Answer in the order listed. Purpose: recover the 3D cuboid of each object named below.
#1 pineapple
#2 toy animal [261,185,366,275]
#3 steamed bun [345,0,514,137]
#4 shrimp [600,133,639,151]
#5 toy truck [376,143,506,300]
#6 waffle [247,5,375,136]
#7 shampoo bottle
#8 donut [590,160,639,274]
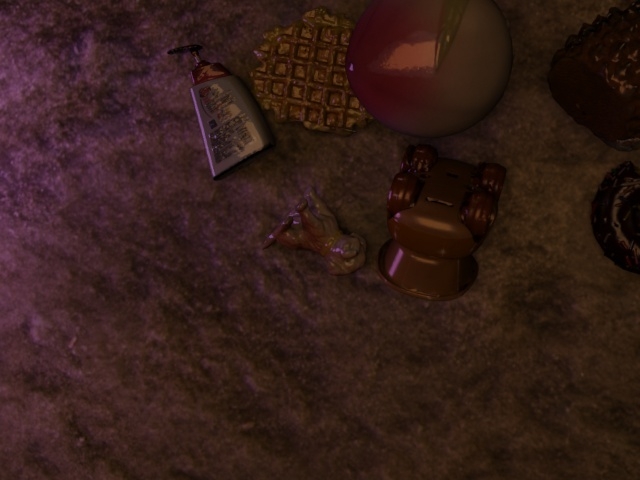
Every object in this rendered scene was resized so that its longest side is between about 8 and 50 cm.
[{"bbox_3d":[0.591,-0.356,1.758,0.223,0.223,0.357,44,76,6],"label":"pineapple"},{"bbox_3d":[-0.007,0.013,1.983,0.185,0.104,0.184,37,129,-9],"label":"toy animal"},{"bbox_3d":[0.168,-0.325,1.742,0.309,0.309,0.310,1,93,12],"label":"steamed bun"},{"bbox_3d":[0.546,-0.244,1.861,0.190,0.042,0.101,36,107,7],"label":"shrimp"},{"bbox_3d":[0.223,-0.040,1.837,0.204,0.288,0.212,15,121,10],"label":"toy truck"},{"bbox_3d":[-0.004,-0.328,1.966,0.262,0.060,0.281,-33,85,13],"label":"waffle"},{"bbox_3d":[-0.213,-0.282,2.009,0.153,0.071,0.284,-27,85,13],"label":"shampoo bottle"},{"bbox_3d":[0.620,-0.039,1.828,0.230,0.096,0.216,26,98,9],"label":"donut"}]
